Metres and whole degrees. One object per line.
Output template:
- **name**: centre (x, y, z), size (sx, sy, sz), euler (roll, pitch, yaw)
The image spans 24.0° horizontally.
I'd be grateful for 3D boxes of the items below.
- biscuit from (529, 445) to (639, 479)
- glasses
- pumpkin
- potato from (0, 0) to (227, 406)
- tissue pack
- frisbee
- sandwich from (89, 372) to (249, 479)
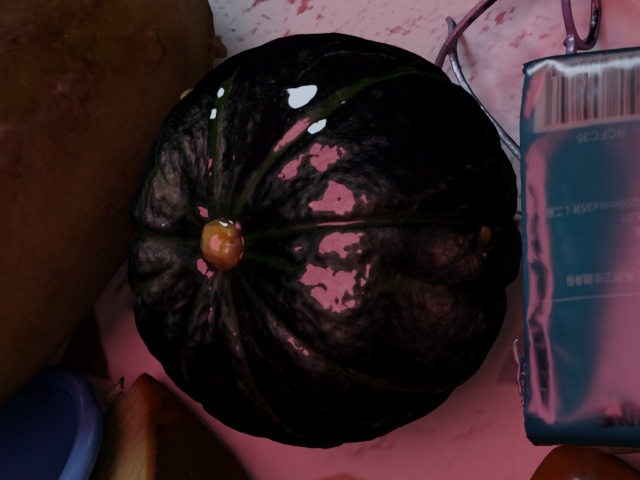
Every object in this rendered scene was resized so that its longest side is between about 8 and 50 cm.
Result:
- **biscuit**: centre (0.177, 0.261, 0.723), size (0.291, 0.062, 0.237), euler (35, 100, 29)
- **glasses**: centre (0.094, -0.098, 0.819), size (0.104, 0.062, 0.140), euler (4, 83, 29)
- **pumpkin**: centre (0.000, 0.000, 0.790), size (0.220, 0.162, 0.220), euler (1, 92, 42)
- **potato**: centre (-0.226, -0.059, 0.880), size (0.270, 0.219, 0.359), euler (31, 93, 5)
- **tissue pack**: centre (0.238, 0.003, 0.686), size (0.271, 0.134, 0.192), euler (-3, 82, 28)
- **frisbee**: centre (-0.222, 0.171, 0.891), size (0.242, 0.045, 0.242), euler (-29, 27, 16)
- **sandwich**: centre (-0.084, 0.186, 0.841), size (0.122, 0.128, 0.235), euler (-39, 24, 17)
